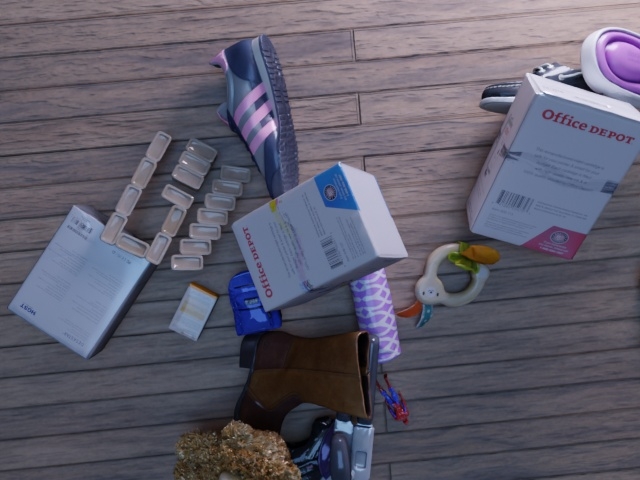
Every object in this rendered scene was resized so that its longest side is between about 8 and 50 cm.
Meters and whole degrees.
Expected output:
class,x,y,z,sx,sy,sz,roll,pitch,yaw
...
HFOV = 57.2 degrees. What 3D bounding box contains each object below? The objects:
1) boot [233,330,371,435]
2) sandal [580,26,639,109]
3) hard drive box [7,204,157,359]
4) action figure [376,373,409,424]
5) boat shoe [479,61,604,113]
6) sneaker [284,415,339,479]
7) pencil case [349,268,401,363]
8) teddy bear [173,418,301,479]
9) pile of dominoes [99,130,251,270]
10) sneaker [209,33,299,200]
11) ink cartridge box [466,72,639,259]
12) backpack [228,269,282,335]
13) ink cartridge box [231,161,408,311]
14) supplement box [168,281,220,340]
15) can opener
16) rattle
class,x,y,z,sx,sy,sz,roll,pitch,yaw
boot,-0.022,0.295,1.069,0.280,0.096,0.265,-4,76,36
sandal,0.666,-0.306,1.073,0.415,0.102,0.170,-2,86,-19
hard drive box,-0.443,0.077,1.120,0.181,0.089,0.232,34,91,-3
action figure,0.148,0.323,1.179,0.038,0.030,0.115,-28,98,5
boat shoe,0.447,-0.292,1.120,0.302,0.114,0.091,-3,94,-13
sneaker,-0.057,0.468,1.155,0.283,0.107,0.124,-44,85,-7
pencil case,0.097,0.136,1.142,0.088,0.086,0.206,-11,91,33
teddy bear,-0.174,0.445,1.059,0.113,0.337,0.245,-19,89,-44
pile of dominoes,-0.267,-0.068,1.111,0.195,0.040,0.251,27,78,-7
sneaker,-0.124,-0.217,1.119,0.130,0.112,0.319,-10,90,16
ink cartridge box,0.414,-0.128,1.056,0.207,0.117,0.283,16,124,-2
backpack,-0.125,0.115,1.127,0.097,0.101,0.120,-11,89,-7
ink cartridge box,0.000,0.000,1.039,0.232,0.168,0.171,-26,78,22
supplement box,-0.248,0.139,1.154,0.062,0.036,0.099,27,92,-3
can opener,0.062,0.314,1.066,0.075,0.095,0.284,5,94,9
rattle,0.245,0.096,1.119,0.199,0.143,0.130,-37,112,-5
